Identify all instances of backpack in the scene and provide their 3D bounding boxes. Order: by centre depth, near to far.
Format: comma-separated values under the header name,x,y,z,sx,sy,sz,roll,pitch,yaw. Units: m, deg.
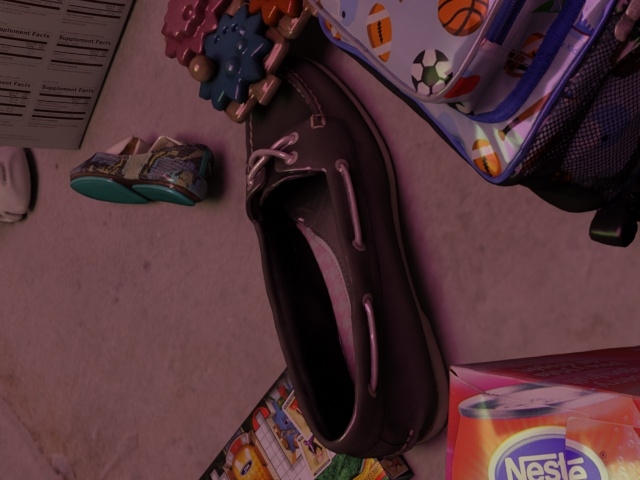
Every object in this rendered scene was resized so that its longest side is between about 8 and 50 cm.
name,x,y,z,sx,sy,sz,roll,pitch,yaw
backpack,0.127,-0.183,0.632,0.263,0.213,0.276,-55,51,17

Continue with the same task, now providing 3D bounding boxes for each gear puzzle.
name,x,y,z,sx,sy,sz,roll,pitch,yaw
gear puzzle,-0.022,-0.265,0.850,0.339,0.044,0.175,-56,44,17

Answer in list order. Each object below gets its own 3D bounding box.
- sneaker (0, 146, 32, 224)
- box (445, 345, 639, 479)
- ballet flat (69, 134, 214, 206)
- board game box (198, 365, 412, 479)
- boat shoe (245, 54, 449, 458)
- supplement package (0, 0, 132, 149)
name,x,y,z,sx,sy,sz,roll,pitch,yaw
sneaker,-0.449,-0.042,1.258,0.292,0.118,0.110,-24,75,44
box,0.200,0.124,0.479,0.142,0.300,0.154,3,91,47
ballet flat,-0.163,-0.067,1.020,0.188,0.070,0.070,7,95,43
board game box,-0.037,0.217,0.908,0.136,0.030,0.260,54,125,28
boat shoe,0.000,0.000,0.822,0.112,0.095,0.335,-35,66,39
supplement package,-0.316,-0.230,1.100,0.194,0.149,0.203,46,121,35
